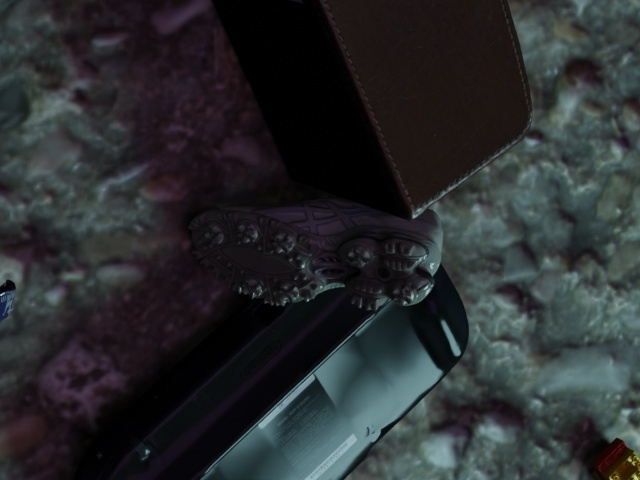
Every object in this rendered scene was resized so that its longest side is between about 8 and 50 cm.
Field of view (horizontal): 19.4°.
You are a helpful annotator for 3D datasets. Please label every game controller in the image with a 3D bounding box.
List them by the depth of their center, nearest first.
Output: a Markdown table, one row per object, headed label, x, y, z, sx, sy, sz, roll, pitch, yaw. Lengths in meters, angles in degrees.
| label | x | y | z | sx | sy | sz | roll | pitch | yaw |
| --- | --- | --- | --- | --- | --- | --- | --- | --- | --- |
| game controller | -0.026 | 0.118 | 1.338 | 0.319 | 0.067 | 0.166 | -42 | 134 | -14 |

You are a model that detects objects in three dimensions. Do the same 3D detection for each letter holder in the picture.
| label | x | y | z | sx | sy | sz | roll | pitch | yaw |
| --- | --- | --- | --- | --- | --- | --- | --- | --- | --- |
| letter holder | 0.045 | -0.205 | 1.233 | 0.214 | 0.152 | 0.302 | -34 | 117 | -21 |

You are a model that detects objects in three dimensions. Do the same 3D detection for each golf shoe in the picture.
| label | x | y | z | sx | sy | sz | roll | pitch | yaw |
| --- | --- | --- | --- | --- | --- | --- | --- | --- | --- |
| golf shoe | 0.000 | 0.000 | 1.283 | 0.086 | 0.176 | 0.069 | -60 | 154 | -53 |

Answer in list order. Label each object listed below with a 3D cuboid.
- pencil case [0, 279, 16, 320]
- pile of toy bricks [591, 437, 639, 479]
| label | x | y | z | sx | sy | sz | roll | pitch | yaw |
| --- | --- | --- | --- | --- | --- | --- | --- | --- | --- |
| pencil case | -0.339 | 0.062 | 1.097 | 0.306 | 0.119 | 0.133 | -27 | 124 | -22 |
| pile of toy bricks | 0.281 | 0.271 | 1.520 | 0.118 | 0.105 | 0.212 | -43 | 120 | -14 |
